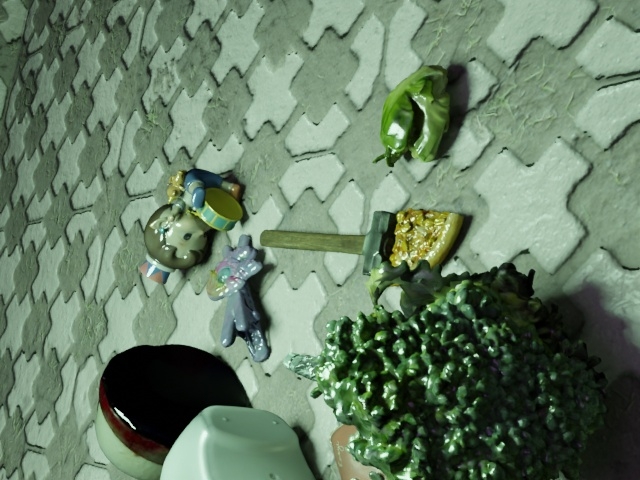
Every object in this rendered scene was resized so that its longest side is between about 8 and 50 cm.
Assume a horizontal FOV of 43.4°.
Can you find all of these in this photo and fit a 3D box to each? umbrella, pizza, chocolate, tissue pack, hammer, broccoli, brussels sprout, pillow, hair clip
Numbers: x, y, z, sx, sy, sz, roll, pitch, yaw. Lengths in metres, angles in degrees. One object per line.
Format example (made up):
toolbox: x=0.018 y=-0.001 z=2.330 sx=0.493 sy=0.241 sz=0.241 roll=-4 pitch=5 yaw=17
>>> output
umbrella: x=0.002 y=0.221 z=1.370 sx=0.188 sy=0.050 sz=0.046 roll=11 pitch=63 yaw=50
pizza: x=0.155 y=-0.005 z=1.282 sx=0.178 sy=0.041 sz=0.131 roll=-36 pitch=50 yaw=35
chocolate: x=-0.296 y=0.344 z=1.532 sx=0.283 sy=0.284 sz=0.186 roll=50 pitch=130 yaw=45
tissue pack: x=-0.116 y=0.449 z=1.282 sx=0.333 sy=0.229 sz=0.236 roll=48 pitch=116 yaw=46
hammer: x=0.000 y=0.000 z=1.460 sx=0.365 sy=0.043 sz=0.111 roll=4 pitch=80 yaw=51
broccoli: x=0.169 y=0.177 z=1.006 sx=0.334 sy=0.324 sz=0.272 roll=-34 pitch=12 yaw=-16
brussels sprout: x=0.149 y=-0.206 z=1.325 sx=0.139 sy=0.101 sz=0.181 roll=-139 pitch=60 yaw=-68
pillow: x=0.083 y=0.335 z=1.215 sx=0.171 sy=0.075 sz=0.179 roll=-44 pitch=46 yaw=31
hair clip: x=-0.156 y=0.098 z=1.565 sx=0.137 sy=0.090 sz=0.278 roll=-35 pitch=53 yaw=26

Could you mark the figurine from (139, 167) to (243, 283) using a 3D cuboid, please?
figurine: x=-0.286 y=-0.024 z=1.714 sx=0.275 sy=0.161 sz=0.158 roll=-49 pitch=65 yaw=32
